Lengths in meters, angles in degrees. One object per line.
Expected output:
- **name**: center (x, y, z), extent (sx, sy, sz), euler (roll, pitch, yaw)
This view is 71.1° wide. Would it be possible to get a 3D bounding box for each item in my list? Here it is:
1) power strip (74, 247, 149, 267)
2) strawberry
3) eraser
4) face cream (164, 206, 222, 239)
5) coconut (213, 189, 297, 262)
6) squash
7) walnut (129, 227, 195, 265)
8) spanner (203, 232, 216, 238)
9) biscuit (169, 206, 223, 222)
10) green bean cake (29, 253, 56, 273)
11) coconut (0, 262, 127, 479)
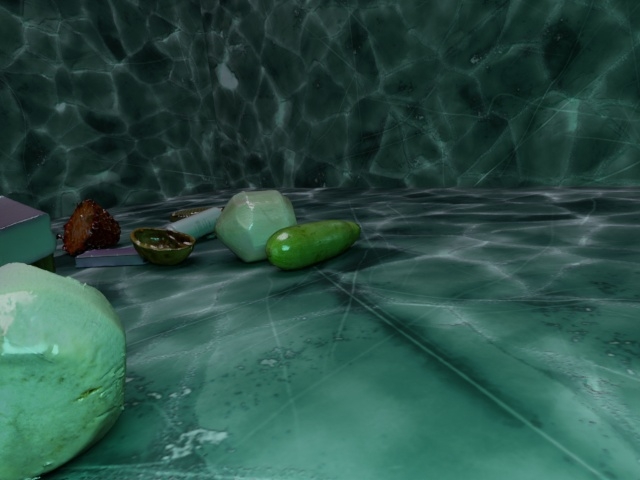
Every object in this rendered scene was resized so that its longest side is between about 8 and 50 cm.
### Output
- **power strip**: center (-0.664, 0.054, 1.471), extent (0.278, 0.038, 0.109), euler (-3, 13, 11)
- **strawberry**: center (-0.869, -0.028, 1.725), extent (0.234, 0.234, 0.178), euler (4, -15, 37)
- **eraser**: center (-0.893, -0.004, 1.172), extent (0.359, 0.122, 0.272), euler (14, 31, 37)
- **face cream**: center (-0.496, -0.035, 1.645), extent (0.092, 0.092, 0.311), euler (5, 24, 39)
- **coconut**: center (-0.190, -0.042, 1.301), extent (0.234, 0.224, 0.224), euler (-10, 13, -11)
- **squash**: center (0.005, 0.003, 1.241), extent (0.118, 0.118, 0.370), euler (7, 13, 44)
- **walnut**: center (-0.485, 0.027, 1.382), extent (0.211, 0.087, 0.167), euler (17, 23, 22)
- **spanner**: center (-0.534, -0.020, 1.793), extent (0.302, 0.017, 0.071), euler (-1, 15, 24)
- **biscuit**: center (-0.547, -0.102, 2.020), extent (0.259, 0.079, 0.259), euler (-5, 13, 1)
- **green bean cake**: center (-0.908, 0.079, 1.296), extent (0.200, 0.113, 0.214), euler (-4, 14, 14)
- **coconut**: center (-0.340, 0.140, 0.521), extent (0.227, 0.227, 0.230), euler (-13, 21, -28)
